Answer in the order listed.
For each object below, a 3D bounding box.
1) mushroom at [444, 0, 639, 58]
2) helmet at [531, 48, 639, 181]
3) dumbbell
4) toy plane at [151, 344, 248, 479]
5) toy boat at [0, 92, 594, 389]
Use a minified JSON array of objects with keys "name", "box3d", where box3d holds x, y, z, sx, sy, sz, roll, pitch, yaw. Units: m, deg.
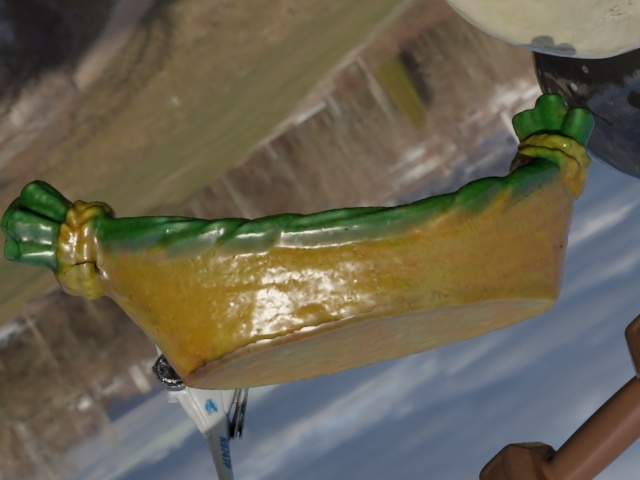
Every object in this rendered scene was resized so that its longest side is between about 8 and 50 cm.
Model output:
[{"name":"mushroom","box3d":[0.148,-0.207,0.728,0.246,0.246,0.202,-32,-152,-7]},{"name":"helmet","box3d":[0.273,-0.151,1.278,0.160,0.279,0.230,-52,-173,-16]},{"name":"dumbbell","box3d":[0.210,0.139,1.084,0.231,0.082,0.092,-50,-154,29]},{"name":"toy plane","box3d":[-0.107,0.165,1.428,0.107,0.273,0.182,-6,175,-11]},{"name":"toy boat","box3d":[0.000,0.000,0.554,0.229,0.088,0.089,-11,161,-10]}]
